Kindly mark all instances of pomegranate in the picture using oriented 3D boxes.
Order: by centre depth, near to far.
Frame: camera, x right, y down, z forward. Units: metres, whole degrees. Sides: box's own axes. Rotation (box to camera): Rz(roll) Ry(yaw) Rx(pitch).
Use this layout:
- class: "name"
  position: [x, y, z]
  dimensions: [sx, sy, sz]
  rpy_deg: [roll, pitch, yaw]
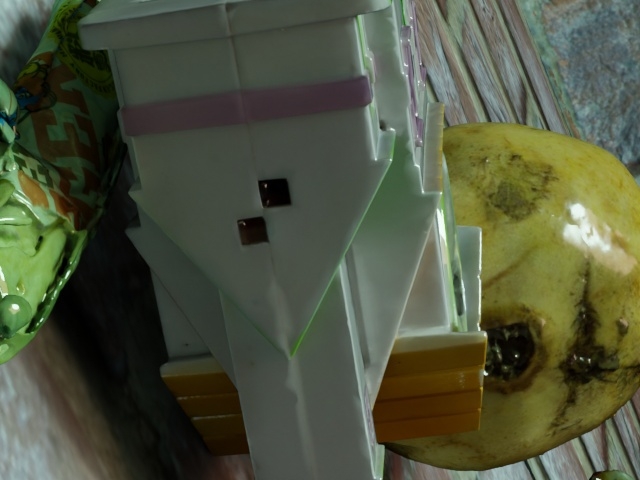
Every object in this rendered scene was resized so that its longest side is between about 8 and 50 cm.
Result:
- class: "pomegranate"
  position: [0.113, 0.036, 1.038]
  dimensions: [0.260, 0.260, 0.260]
  rpy_deg: [-18, 90, -73]

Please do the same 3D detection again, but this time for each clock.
- class: "clock"
  position: [0.000, 0.000, 0.780]
  dimensions: [0.235, 0.166, 0.310]
  rpy_deg: [-77, 160, -68]

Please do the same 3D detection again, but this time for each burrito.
- class: "burrito"
  position: [-0.135, -0.051, 0.695]
  dimensions: [0.288, 0.054, 0.104]
  rpy_deg: [-82, 149, -55]

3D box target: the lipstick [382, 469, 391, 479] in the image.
- class: "lipstick"
  position: [0.034, 0.211, 0.983]
  dimensions: [0.129, 0.030, 0.030]
  rpy_deg: [-89, 155, -48]

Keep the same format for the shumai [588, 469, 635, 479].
- class: "shumai"
  position: [0.251, 0.332, 1.336]
  dimensions: [0.218, 0.189, 0.256]
  rpy_deg: [58, -2, 28]
